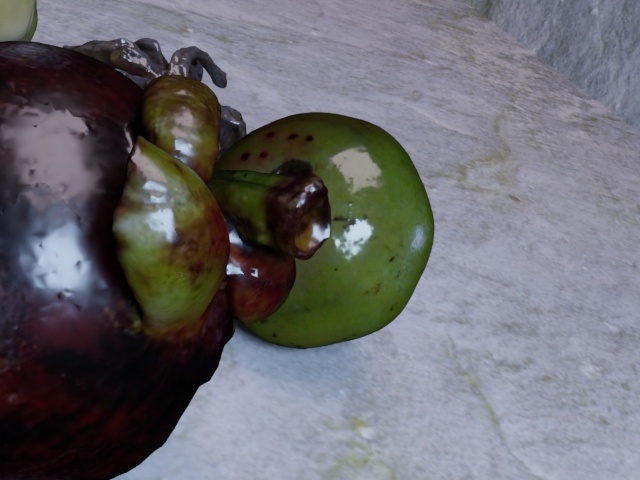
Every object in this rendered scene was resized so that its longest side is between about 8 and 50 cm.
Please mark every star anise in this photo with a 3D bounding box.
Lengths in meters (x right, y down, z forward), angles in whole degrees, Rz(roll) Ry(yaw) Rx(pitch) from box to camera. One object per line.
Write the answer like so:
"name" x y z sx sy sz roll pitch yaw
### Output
"star anise" -0.144 -0.133 0.945 0.209 0.089 0.231 28 35 -22

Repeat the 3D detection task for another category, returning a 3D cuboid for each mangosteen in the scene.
"mangosteen" -0.118 0.007 0.502 0.228 0.265 0.228 -15 90 -71

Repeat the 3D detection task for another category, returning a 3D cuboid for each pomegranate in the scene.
"pomegranate" 0.010 -0.001 0.769 0.210 0.179 0.179 19 23 -49

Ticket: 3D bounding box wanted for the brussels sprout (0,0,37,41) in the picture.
"brussels sprout" -0.315 -0.215 0.700 0.316 0.243 0.274 30 -20 10
